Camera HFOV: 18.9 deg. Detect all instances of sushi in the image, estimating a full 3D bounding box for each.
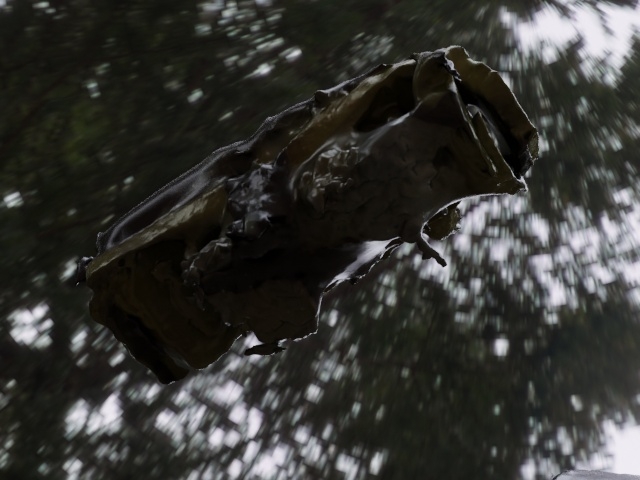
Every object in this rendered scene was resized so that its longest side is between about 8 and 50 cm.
[{"bbox_3d":[0.001,-0.004,1.151,0.291,0.131,0.139,-31,-64,16],"label":"sushi"}]

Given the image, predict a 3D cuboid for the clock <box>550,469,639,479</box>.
[{"bbox_3d":[0.130,0.249,0.759,0.066,0.319,0.319,-4,-81,26],"label":"clock"}]
